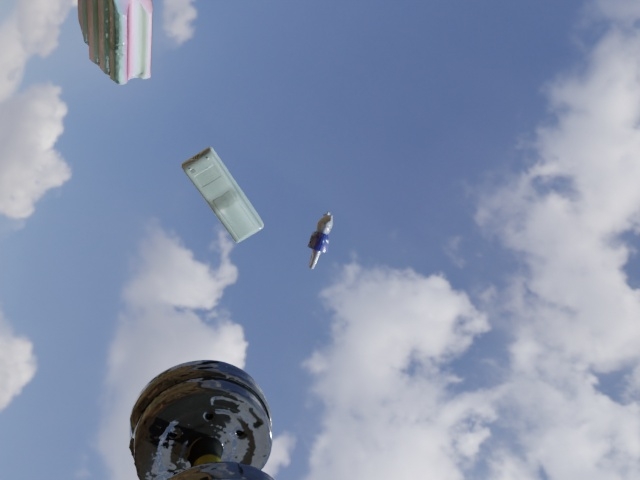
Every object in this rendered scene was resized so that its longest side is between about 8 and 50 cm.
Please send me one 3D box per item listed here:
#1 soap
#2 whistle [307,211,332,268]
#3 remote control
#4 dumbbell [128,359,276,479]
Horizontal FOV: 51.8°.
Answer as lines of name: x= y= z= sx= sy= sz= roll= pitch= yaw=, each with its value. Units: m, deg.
soap: x=-0.254 y=-0.283 z=0.813 sx=0.100 sy=0.056 sz=0.149 roll=40 pitch=-43 yaw=25
whistle: x=0.000 y=0.000 z=0.919 sx=0.033 sy=0.029 sz=0.083 roll=-135 pitch=-118 yaw=-76
remote control: x=-0.158 y=-0.071 z=1.077 sx=0.061 sy=0.162 sz=0.029 roll=-32 pitch=-155 yaw=4
dumbbell: x=-0.126 y=0.277 z=0.742 sx=0.185 sy=0.185 sz=0.388 roll=-65 pitch=-161 yaw=10
